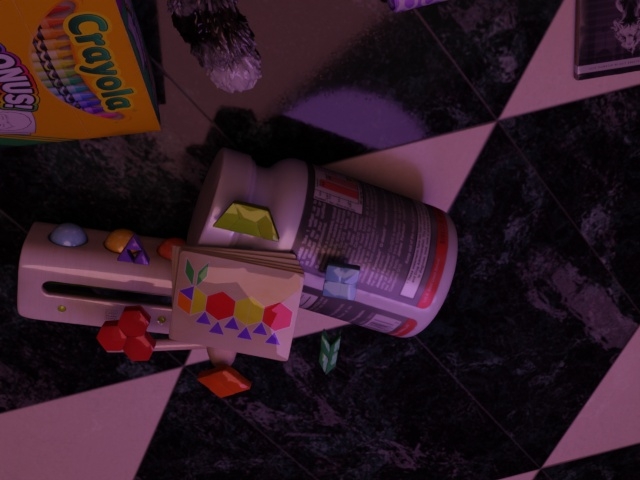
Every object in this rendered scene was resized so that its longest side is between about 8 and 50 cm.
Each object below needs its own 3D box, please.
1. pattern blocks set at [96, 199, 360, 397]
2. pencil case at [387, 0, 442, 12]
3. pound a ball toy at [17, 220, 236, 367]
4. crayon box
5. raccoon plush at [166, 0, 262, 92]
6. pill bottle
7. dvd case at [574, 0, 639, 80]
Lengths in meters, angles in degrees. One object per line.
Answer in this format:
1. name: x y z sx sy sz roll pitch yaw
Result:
1. pattern blocks set: -0.120 0.082 1.072 0.325 0.026 0.285 19 110 -4
2. pencil case: 0.179 -0.377 1.086 0.206 0.086 0.088 -13 90 -2
3. pound a ball toy: -0.277 0.066 1.170 0.319 0.208 0.135 8 115 -11
4. crayon box: -0.377 -0.235 0.945 0.313 0.363 0.106 -6 72 -4
5. raccoon plush: -0.141 -0.364 0.924 0.216 0.299 0.446 -29 117 7
6. pill bottle: 0.000 0.000 1.174 0.363 0.210 0.210 18 112 -16
7. dvd case: 0.457 -0.357 1.166 0.165 0.018 0.221 -10 116 -4
